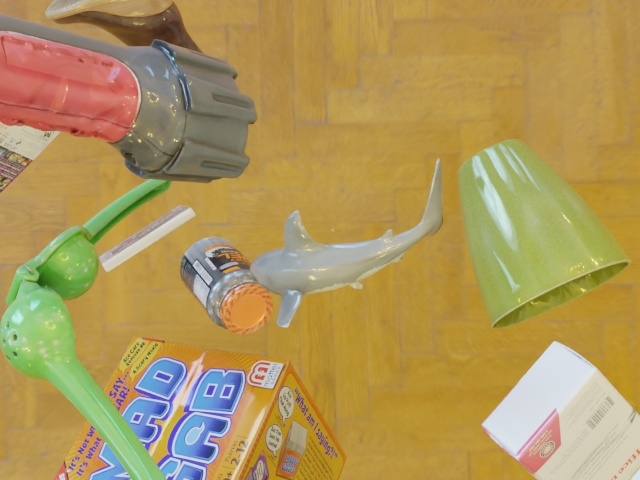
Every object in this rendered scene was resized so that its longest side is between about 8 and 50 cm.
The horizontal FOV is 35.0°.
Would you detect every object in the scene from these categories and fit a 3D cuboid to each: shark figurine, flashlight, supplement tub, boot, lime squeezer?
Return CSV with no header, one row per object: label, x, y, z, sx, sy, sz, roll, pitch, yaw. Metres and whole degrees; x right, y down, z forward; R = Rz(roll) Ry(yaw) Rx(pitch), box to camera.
shark figurine,0.019,0.001,1.201,0.278,0.166,0.116,-19,113,18
flashlight,-0.166,-0.080,0.547,0.103,0.304,0.103,5,88,45
supplement tub,-0.162,0.080,1.776,0.117,0.190,0.117,-14,121,-24
boot,-0.352,-0.372,1.829,0.248,0.207,0.090,-7,46,28
lime squeezer,-0.145,0.035,0.652,0.110,0.310,0.059,1,129,-11

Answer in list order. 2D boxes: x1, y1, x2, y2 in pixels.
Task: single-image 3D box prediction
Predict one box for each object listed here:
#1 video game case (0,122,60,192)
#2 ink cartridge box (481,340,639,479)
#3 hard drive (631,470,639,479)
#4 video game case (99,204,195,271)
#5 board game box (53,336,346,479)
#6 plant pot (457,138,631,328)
video game case,-0.608,-0.179,1.772,0.210,0.232,0.042,-41,52,18
ink cartridge box,0.342,0.262,1.374,0.158,0.092,0.218,-48,125,-2
hard drive,0.575,0.419,1.680,0.353,0.047,0.233,-42,51,-7
video game case,-0.328,-0.007,1.905,0.190,0.173,0.022,-33,101,-10
board game box,-0.215,0.445,1.914,0.356,0.356,0.356,5,52,28
plant pot,0.377,-0.028,1.868,0.275,0.275,0.293,-24,74,1
